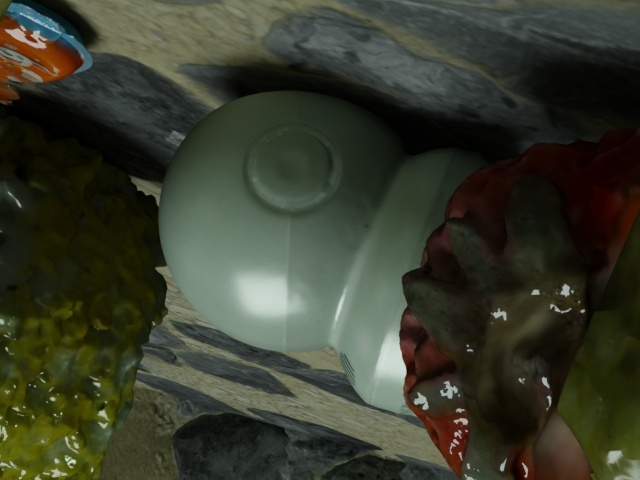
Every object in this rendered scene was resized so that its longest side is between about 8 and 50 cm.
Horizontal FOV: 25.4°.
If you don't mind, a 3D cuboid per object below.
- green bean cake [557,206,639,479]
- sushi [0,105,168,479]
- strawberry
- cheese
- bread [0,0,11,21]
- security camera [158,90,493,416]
[{"bbox_3d":[0.209,0.026,0.652,0.124,0.236,0.233,23,176,19],"label":"green bean cake"},{"bbox_3d":[-0.339,0.056,1.299,0.396,0.351,0.240,10,163,37],"label":"sushi"},{"bbox_3d":[0.195,0.049,0.860,0.336,0.265,0.149,2,-164,-34],"label":"strawberry"},{"bbox_3d":[-0.241,-0.141,1.072,0.106,0.037,0.256,27,163,-22],"label":"cheese"},{"bbox_3d":[-0.300,-0.176,0.764,0.264,0.163,0.168,19,167,3],"label":"bread"},{"bbox_3d":[0.000,0.000,0.985,0.236,0.195,0.194,20,166,8],"label":"security camera"}]
